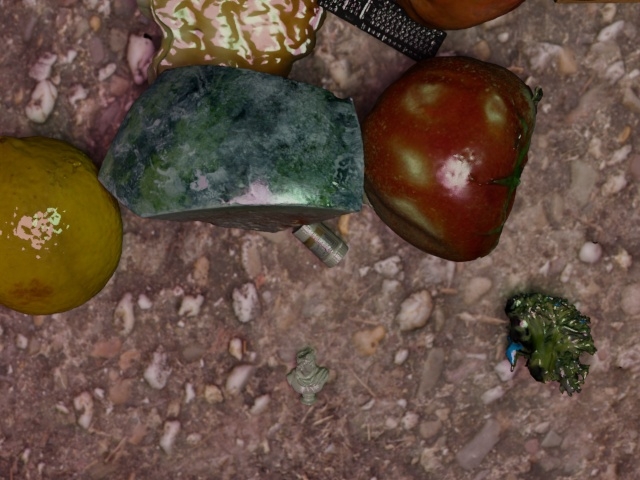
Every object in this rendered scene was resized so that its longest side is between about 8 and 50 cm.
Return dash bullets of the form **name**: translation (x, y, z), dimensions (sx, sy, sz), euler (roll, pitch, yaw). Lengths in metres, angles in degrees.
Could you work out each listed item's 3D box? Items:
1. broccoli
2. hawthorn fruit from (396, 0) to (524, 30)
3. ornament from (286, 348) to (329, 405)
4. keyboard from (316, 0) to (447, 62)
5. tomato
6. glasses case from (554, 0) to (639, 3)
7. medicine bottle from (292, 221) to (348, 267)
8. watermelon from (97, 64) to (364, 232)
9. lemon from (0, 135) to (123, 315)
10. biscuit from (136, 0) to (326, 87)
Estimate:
- **broccoli**: translation (0.355, 0.167, 1.900), dimensions (0.154, 0.160, 0.167), euler (10, 119, 24)
- **hawthorn fruit**: translation (0.203, -0.425, 1.688), dimensions (0.258, 0.258, 0.262), euler (42, 88, -12)
- **ornament**: translation (-0.021, 0.222, 1.965), dimensions (0.068, 0.041, 0.092), euler (-26, 114, 12)
- **keyboard**: translation (0.093, -0.331, 1.799), dimensions (0.204, 0.013, 0.061), euler (26, 99, -23)
- **tomato**: translation (0.176, -0.123, 1.747), dimensions (0.239, 0.303, 0.303), euler (18, 105, 12)
- **glasses case**: translation (0.438, -0.388, 1.804), dimensions (0.170, 0.041, 0.064), euler (-1, 106, -2)
- **medicine bottle**: translation (0.000, 0.000, 1.899), dimensions (0.083, 0.047, 0.047), euler (42, 101, -12)
- **watermelon**: translation (-0.120, -0.108, 1.752), dimensions (0.387, 0.258, 0.228), euler (2, 70, 9)
- **lemon**: translation (-0.417, -0.022, 1.779), dimensions (0.267, 0.267, 0.267), euler (0, 106, -1)
- **biscuit**: translation (-0.168, -0.348, 1.785), dimensions (0.329, 0.078, 0.335), euler (37, 102, -14)
